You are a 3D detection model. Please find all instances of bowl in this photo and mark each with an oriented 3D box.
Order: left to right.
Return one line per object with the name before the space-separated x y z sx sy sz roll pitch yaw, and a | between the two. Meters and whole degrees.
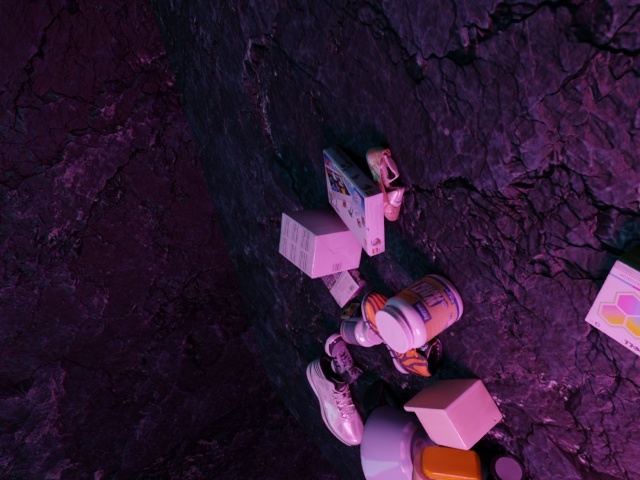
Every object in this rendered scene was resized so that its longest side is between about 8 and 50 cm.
bowl | 0.305 0.747 1.561 0.163 0.311 0.312 -23 94 43

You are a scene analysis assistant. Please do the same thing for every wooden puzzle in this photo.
wooden puzzle | 0.111 0.266 1.676 0.014 0.079 0.116 46 151 -12

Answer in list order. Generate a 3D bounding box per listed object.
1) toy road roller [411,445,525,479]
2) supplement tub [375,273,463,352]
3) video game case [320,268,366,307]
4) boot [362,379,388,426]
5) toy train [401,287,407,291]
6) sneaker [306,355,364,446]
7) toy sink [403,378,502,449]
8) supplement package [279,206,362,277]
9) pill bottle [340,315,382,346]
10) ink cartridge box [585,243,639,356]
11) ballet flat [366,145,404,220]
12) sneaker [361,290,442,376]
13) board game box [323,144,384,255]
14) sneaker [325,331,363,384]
toy road roller | 0.422 0.744 1.241 0.329 0.241 0.203 4 129 12
supplement tub | 0.258 0.192 1.163 0.144 0.199 0.145 43 149 35
video game case | 0.066 0.123 1.655 0.210 0.041 0.232 55 154 16
boot | 0.270 0.712 1.741 0.091 0.263 0.229 -33 116 32
toy train | 0.257 0.178 1.361 0.017 0.023 0.083 42 148 38
sneaker | 0.085 0.756 2.090 0.448 0.169 0.257 58 157 16
toy sink | 0.381 0.505 1.294 0.131 0.152 0.234 60 154 6
supplement package | 0.000 0.000 1.444 0.203 0.194 0.150 34 124 46
pill bottle | 0.157 0.329 1.603 0.108 0.107 0.180 65 156 -4
ink cartridge box | 0.526 0.122 0.741 0.109 0.062 0.209 41 148 38
ballet flat | 0.177 -0.147 1.149 0.067 0.073 0.206 -3 116 48
sneaker | 0.265 0.284 1.352 0.321 0.124 0.180 54 152 -14
board game box | 0.091 -0.121 1.260 0.305 0.053 0.193 -122 19 -49
sneaker | 0.110 0.514 1.896 0.153 0.101 0.269 37 151 42
